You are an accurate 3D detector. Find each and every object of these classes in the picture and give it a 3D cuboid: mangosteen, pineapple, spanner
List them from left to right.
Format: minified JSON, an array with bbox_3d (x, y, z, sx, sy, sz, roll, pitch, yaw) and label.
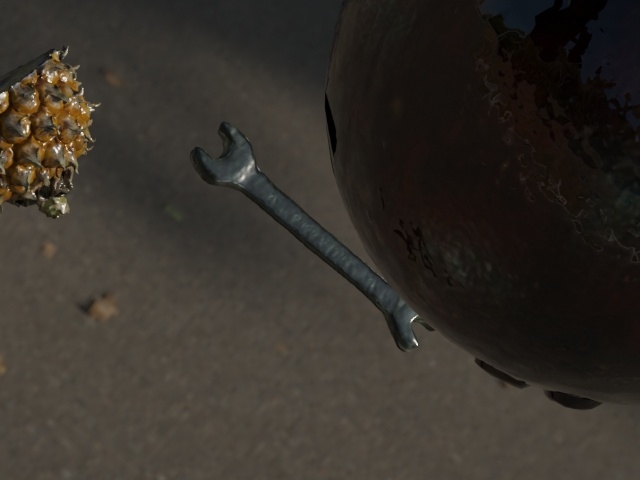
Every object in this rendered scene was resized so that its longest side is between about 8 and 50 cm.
[{"bbox_3d":[-0.275,-0.080,1.708,0.137,0.176,0.161,58,-2,-15],"label":"pineapple"},{"bbox_3d":[0.000,0.000,1.439,0.254,0.015,0.054,41,56,-18],"label":"spanner"},{"bbox_3d":[0.151,-0.069,0.827,0.311,0.311,0.311,31,28,-19],"label":"mangosteen"}]
